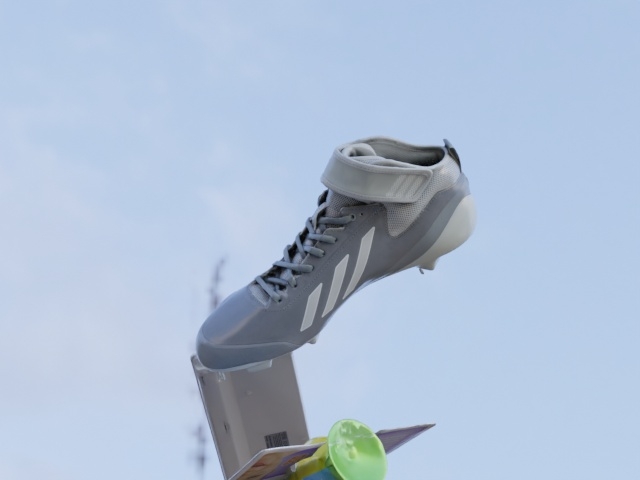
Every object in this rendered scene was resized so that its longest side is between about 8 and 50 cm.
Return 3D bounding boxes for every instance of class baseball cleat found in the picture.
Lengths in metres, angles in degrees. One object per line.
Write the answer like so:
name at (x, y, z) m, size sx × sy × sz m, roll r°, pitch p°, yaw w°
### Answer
baseball cleat at (0.000, 0.000, 1.225) m, size 0.206 × 0.072 × 0.109 m, roll -31°, pitch -53°, yaw -14°

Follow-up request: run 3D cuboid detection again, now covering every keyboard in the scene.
keyboard at (-0.042, 0.154, 1.461) m, size 0.072 × 0.014 × 0.256 m, roll -17°, pitch -39°, yaw -5°

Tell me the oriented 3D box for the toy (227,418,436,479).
toy at (-0.044, 0.181, 1.136) m, size 0.137 × 0.056 × 0.237 m, roll -4°, pitch -29°, yaw -44°
